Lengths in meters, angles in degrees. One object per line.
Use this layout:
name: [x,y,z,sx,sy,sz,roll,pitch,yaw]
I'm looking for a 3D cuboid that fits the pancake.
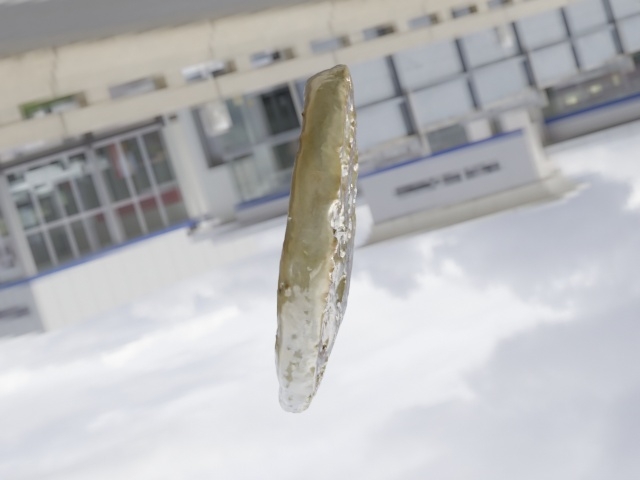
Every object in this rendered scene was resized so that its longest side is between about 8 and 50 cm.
pancake: [0.000,0.000,0.557,0.022,0.139,0.139,5,-173,4]
